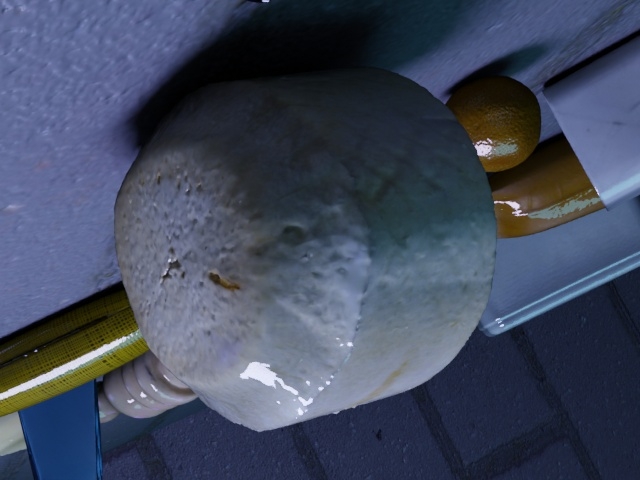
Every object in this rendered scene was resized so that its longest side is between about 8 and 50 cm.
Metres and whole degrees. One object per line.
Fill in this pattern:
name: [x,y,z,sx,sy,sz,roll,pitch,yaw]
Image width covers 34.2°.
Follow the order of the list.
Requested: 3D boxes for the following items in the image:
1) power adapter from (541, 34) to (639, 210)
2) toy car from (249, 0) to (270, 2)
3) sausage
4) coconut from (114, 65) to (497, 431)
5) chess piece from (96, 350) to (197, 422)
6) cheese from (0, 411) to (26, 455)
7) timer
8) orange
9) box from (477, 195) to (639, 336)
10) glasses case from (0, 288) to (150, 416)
power adapter: [0.325,-0.130,0.959,0.204,0.125,0.130,-29,169,13]
toy car: [-0.004,-0.125,0.261,0.191,0.100,0.097,-8,179,26]
sausage: [0.290,-0.069,1.263,0.328,0.112,0.112,-24,170,-5]
coconut: [0.000,0.000,0.611,0.222,0.202,0.202,-12,164,-47]
chess piece: [-0.185,0.156,1.257,0.307,0.124,0.139,-27,-158,29]
cheese: [-0.329,0.195,1.245,0.127,0.050,0.255,-12,162,-46]
timer: [-0.254,0.272,1.108,0.091,0.250,0.232,-12,151,-18]
orange: [0.134,-0.091,0.824,0.085,0.085,0.085,-25,170,-5]
box: [0.310,-0.001,1.444,0.311,0.183,0.175,-25,170,0]
glasses case: [-0.232,0.102,0.949,0.234,0.064,0.079,-25,163,-1]
